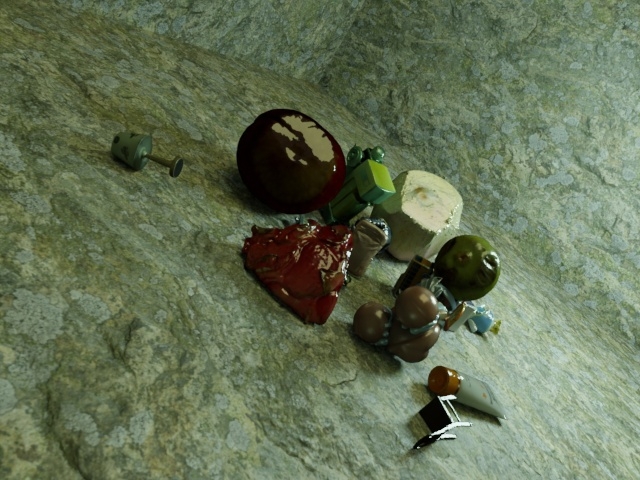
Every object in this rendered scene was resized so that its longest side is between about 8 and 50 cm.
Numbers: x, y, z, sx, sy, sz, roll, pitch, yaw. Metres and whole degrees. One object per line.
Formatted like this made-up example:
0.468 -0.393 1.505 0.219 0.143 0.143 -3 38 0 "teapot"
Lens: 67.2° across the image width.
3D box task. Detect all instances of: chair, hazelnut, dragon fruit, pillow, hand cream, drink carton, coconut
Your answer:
0.306 0.488 1.306 0.213 0.084 0.101 10 38 -40 "chair"
-0.119 -0.281 1.844 0.429 0.402 0.402 29 26 -6 "hazelnut"
-0.064 0.052 1.458 0.329 0.228 0.286 31 27 -12 "dragon fruit"
0.153 0.030 1.813 0.135 0.211 0.034 37 -8 8 "pillow"
0.475 0.485 1.526 0.314 0.089 0.139 27 27 -33 "hand cream"
0.503 0.233 1.928 0.102 0.134 0.222 19 29 -25 "drink carton"
0.411 -0.090 2.167 0.405 0.404 0.404 27 26 -15 "coconut"

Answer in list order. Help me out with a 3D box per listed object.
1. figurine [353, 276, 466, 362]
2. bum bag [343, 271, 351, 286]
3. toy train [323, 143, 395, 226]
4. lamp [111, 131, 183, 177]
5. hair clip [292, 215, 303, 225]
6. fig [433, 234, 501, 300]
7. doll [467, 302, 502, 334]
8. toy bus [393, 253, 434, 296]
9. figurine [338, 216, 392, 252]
0.308 0.243 1.564 0.248 0.277 0.388 61 30 0 "figurine"
0.039 0.082 1.718 0.107 0.060 0.232 17 30 -44 "bum bag"
0.132 -0.222 2.036 0.160 0.397 0.253 13 53 -42 "toy train"
-0.555 -0.276 1.556 0.215 0.121 0.121 21 25 2 "lamp"
-0.077 -0.031 1.803 0.049 0.049 0.173 23 32 -22 "hair clip"
0.542 0.108 1.775 0.239 0.239 0.271 49 4 28 "fig"
0.636 0.306 2.008 0.241 0.135 0.099 35 -3 -2 "doll"
0.355 0.152 1.848 0.103 0.182 0.091 30 25 10 "toy bus"
0.179 -0.011 1.945 0.265 0.197 0.175 -25 99 -65 "figurine"
